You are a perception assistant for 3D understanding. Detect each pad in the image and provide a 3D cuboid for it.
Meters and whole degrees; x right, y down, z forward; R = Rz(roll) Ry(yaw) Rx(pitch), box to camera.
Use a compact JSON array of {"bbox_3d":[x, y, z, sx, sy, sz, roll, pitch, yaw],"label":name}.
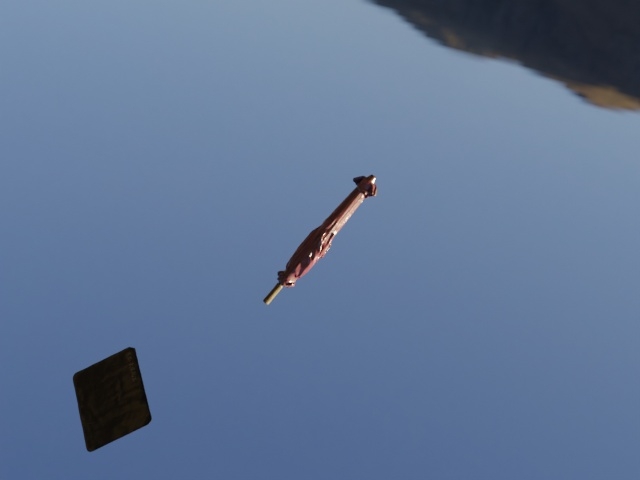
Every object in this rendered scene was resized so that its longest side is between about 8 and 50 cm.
[{"bbox_3d":[-0.318,0.239,2.281,0.112,0.003,0.157,-26,-133,5],"label":"pad"}]

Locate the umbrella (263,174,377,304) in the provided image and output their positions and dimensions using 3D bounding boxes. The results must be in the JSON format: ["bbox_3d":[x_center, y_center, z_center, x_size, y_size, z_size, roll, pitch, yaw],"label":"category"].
[{"bbox_3d":[0.000,0.000,1.474,0.025,0.165,0.027,38,-172,-20],"label":"umbrella"}]
